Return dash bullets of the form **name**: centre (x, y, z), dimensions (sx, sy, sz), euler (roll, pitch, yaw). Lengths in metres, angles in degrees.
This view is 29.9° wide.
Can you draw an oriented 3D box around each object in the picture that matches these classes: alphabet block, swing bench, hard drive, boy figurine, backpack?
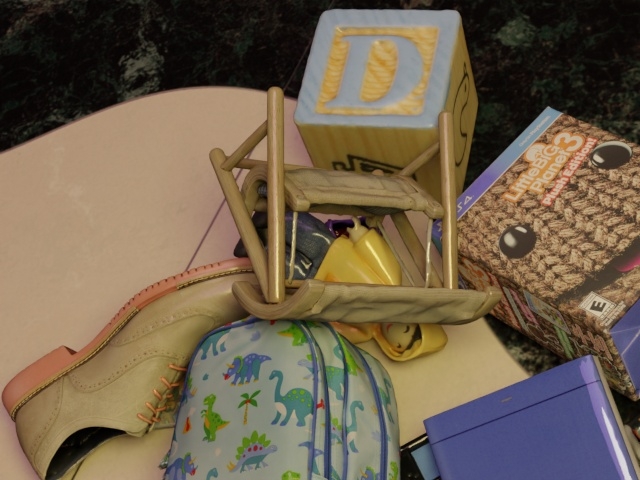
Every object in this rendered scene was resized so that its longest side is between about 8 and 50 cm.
- **alphabet block**: centre (0.093, -0.172, 1.590), dimensions (0.193, 0.197, 0.192), euler (5, 63, 18)
- **swing bench**: centre (0.035, -0.014, 1.355), dimensions (0.253, 0.165, 0.255), euler (5, 62, -32)
- **hard drive**: centre (0.252, 0.309, 1.279), dimensions (0.210, 0.040, 0.319), euler (-26, 68, 23)
- **boy figurine**: centre (0.028, 0.065, 1.510), dimensions (0.285, 0.092, 0.177), euler (38, 107, 12)
- **backpack**: centre (-0.040, 0.255, 1.357), dimensions (0.290, 0.273, 0.356), euler (-18, 38, 39)

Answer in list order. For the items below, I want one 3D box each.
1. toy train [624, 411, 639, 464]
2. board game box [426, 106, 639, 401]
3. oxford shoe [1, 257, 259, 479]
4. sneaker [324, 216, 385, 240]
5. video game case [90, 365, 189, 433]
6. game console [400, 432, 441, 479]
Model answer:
- **toy train**: centre (0.478, 0.153, 1.308), dimensions (0.334, 0.190, 0.142), euler (-39, 96, -2)
- **board game box**: centre (0.317, 0.006, 1.413), dimensions (0.232, 0.141, 0.291), euler (-45, 43, -13)
- **oxford shoe**: centre (-0.209, 0.163, 1.487), dimensions (0.397, 0.140, 0.147), euler (-34, 62, 15)
- **sneaker**: centre (0.000, 0.000, 1.589), dimensions (0.169, 0.071, 0.068), euler (-19, 57, 5)
- **video game case**: centre (-0.218, 0.191, 1.569), dimensions (0.166, 0.015, 0.119), euler (-9, 59, 10)
- **game console**: centre (0.158, 0.273, 1.388), dimensions (0.122, 0.107, 0.071), euler (-28, 29, -3)
